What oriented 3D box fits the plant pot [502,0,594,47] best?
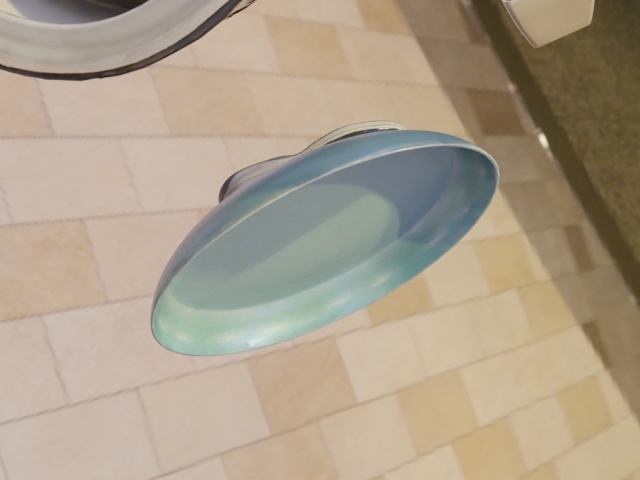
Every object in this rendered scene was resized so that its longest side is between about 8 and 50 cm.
[{"bbox_3d":[0.262,-0.294,1.358,0.109,0.109,0.096,-105,169,-45],"label":"plant pot"}]

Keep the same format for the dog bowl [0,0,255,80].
[{"bbox_3d":[-0.141,-0.315,0.758,0.150,0.408,0.408,-25,91,-63],"label":"dog bowl"}]

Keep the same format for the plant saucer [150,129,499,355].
[{"bbox_3d":[0.000,0.000,0.972,0.317,0.317,0.044,5,53,-53],"label":"plant saucer"}]

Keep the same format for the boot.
[{"bbox_3d":[0.027,-0.031,1.278,0.178,0.236,0.085,55,-21,38],"label":"boot"}]
